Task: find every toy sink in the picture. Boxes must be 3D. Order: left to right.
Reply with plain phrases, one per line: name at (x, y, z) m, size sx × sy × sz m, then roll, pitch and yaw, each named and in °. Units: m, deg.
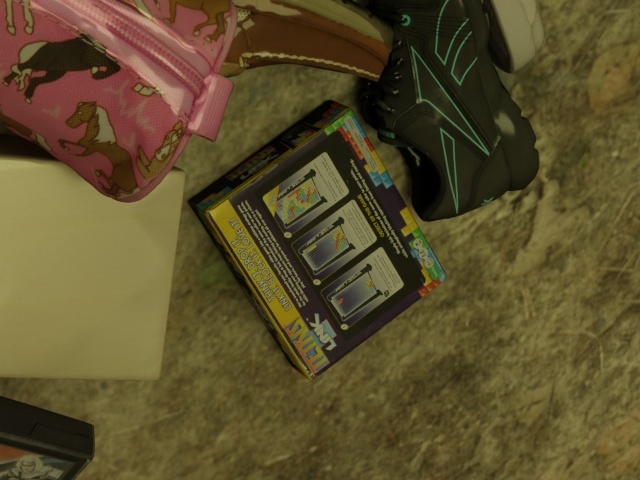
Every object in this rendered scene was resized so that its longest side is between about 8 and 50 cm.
toy sink at (-0.230, 0.006, 1.207) m, size 0.234 × 0.131 × 0.153 m, roll 3°, pitch 101°, yaw -25°

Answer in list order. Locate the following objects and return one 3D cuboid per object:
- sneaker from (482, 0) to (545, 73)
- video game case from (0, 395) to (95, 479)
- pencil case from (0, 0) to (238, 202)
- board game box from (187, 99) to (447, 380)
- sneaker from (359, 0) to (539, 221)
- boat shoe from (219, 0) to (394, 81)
sneaker at (0.150, -0.286, 1.321) m, size 0.169 × 0.108 × 0.292 m, roll -29°, pitch 111°, yaw -12°
video game case at (-0.331, 0.168, 1.177) m, size 0.275 × 0.035 × 0.248 m, roll 20°, pitch 130°, yaw -27°
pencil case at (-0.232, -0.172, 1.049) m, size 0.386 × 0.167 × 0.160 m, roll 31°, pitch 118°, yaw -23°
board game box at (0.000, 0.000, 1.356) m, size 0.141 × 0.048 × 0.170 m, roll -35°, pitch 115°, yaw -11°
sneaker at (0.079, -0.134, 1.330) m, size 0.106 × 0.101 × 0.267 m, roll -30°, pitch 112°, yaw -11°
boat shoe at (-0.112, -0.160, 1.236) m, size 0.324 × 0.122 × 0.120 m, roll 15°, pitch 103°, yaw -18°
